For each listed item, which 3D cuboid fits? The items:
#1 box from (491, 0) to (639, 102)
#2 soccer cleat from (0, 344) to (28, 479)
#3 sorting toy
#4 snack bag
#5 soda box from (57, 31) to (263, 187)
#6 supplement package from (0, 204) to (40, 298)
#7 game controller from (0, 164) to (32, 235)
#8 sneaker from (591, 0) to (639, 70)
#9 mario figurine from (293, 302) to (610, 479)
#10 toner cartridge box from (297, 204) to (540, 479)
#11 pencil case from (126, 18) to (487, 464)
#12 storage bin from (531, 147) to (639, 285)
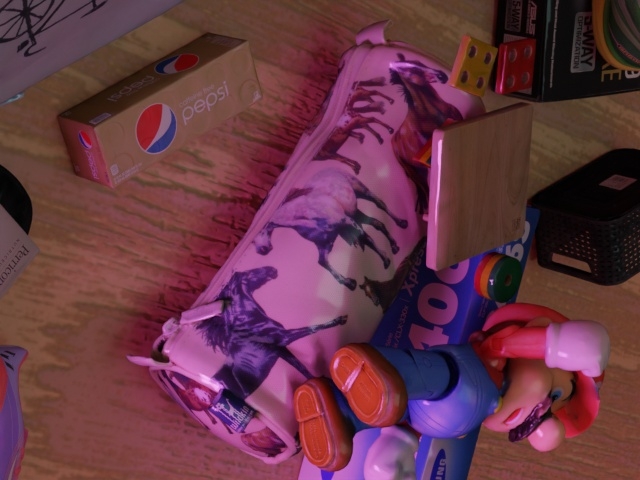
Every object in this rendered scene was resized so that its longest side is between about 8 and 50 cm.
[{"bbox_3d":[0.302,-0.314,1.808,0.242,0.076,0.307,-10,109,-41],"label":"box"},{"bbox_3d":[-0.285,0.209,1.407,0.095,0.083,0.248,-17,113,-48],"label":"soccer cleat"},{"bbox_3d":[0.135,-0.063,1.518,0.132,0.046,0.274,-20,120,-43],"label":"sorting toy"},{"bbox_3d":[-0.144,-0.256,1.294,0.323,0.037,0.342,-36,167,-32],"label":"snack bag"},{"bbox_3d":[-0.138,-0.117,1.458,0.181,0.058,0.061,-34,124,-32],"label":"soda box"},{"bbox_3d":[-0.345,0.005,1.132,0.194,0.149,0.203,-56,130,-26],"label":"supplement package"},{"bbox_3d":[-0.357,-0.035,1.281,0.319,0.067,0.166,37,62,-44],"label":"game controller"},{"bbox_3d":[0.338,-0.314,1.701,0.109,0.123,0.295,-33,122,-32],"label":"sneaker"},{"bbox_3d":[0.146,0.153,1.500,0.320,0.198,0.170,-6,97,-38],"label":"mario figurine"},{"bbox_3d":[0.097,0.113,1.684,0.075,0.165,0.348,12,94,-44],"label":"toner cartridge box"},{"bbox_3d":[0.000,0.000,1.556,0.183,0.160,0.410,42,73,-39],"label":"pencil case"},{"bbox_3d":[0.342,-0.030,1.905,0.180,0.122,0.084,-29,122,-35],"label":"storage bin"}]
